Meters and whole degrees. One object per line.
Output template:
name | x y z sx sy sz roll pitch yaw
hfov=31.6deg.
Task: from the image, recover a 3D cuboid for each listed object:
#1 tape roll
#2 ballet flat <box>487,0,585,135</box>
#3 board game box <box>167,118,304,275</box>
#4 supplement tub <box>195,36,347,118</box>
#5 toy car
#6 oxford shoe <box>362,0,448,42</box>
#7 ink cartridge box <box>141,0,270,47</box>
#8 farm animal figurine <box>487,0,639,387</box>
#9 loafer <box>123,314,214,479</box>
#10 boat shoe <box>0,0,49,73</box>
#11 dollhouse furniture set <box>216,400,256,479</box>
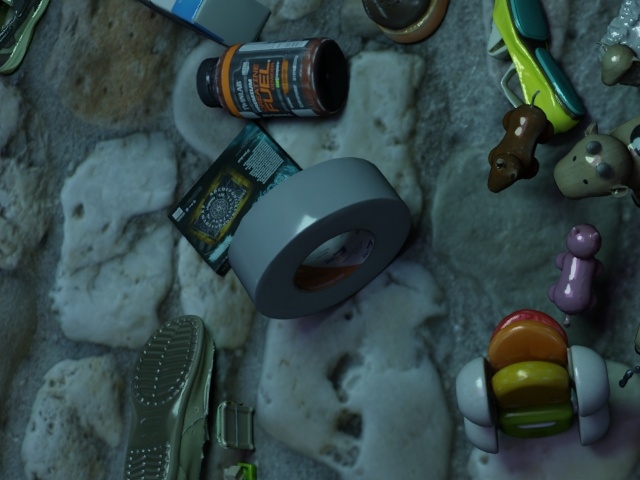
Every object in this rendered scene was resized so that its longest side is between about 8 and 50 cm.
tape roll | 0.000 0.000 1.378 0.219 0.219 0.072 -41 61 14
ballet flat | 0.247 -0.227 1.388 0.077 0.077 0.231 -34 65 36
board game box | -0.115 -0.059 1.568 0.186 0.026 0.126 -48 61 10
supplement tub | -0.070 -0.218 1.538 0.198 0.106 0.106 1 78 29
toy car | 0.232 0.150 1.248 0.159 0.182 0.136 -8 56 10
oxford shoe | 0.117 -0.451 1.476 0.130 0.133 0.363 -2 76 29
ink cartridge box | -0.190 -0.349 1.615 0.191 0.140 0.082 32 95 31
farm animal figurine | 0.344 -0.064 1.206 0.327 0.172 0.330 -41 76 4
loafer | -0.196 0.229 1.506 0.102 0.092 0.268 -4 60 26
boat shoe | -0.495 -0.382 1.829 0.080 0.073 0.223 17 87 31
dollhouse furniture set | -0.126 0.284 1.459 0.059 0.076 0.151 -9 74 26
